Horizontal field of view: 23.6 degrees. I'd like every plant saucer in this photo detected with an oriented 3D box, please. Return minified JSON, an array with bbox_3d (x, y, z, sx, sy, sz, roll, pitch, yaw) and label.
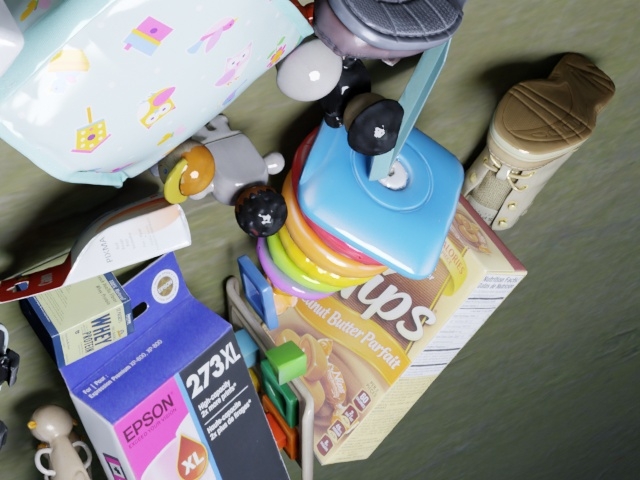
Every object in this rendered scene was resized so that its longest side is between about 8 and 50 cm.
[{"bbox_3d":[0.092,-0.139,1.493,0.067,0.018,0.192,103,11,-50],"label":"plant saucer"}]

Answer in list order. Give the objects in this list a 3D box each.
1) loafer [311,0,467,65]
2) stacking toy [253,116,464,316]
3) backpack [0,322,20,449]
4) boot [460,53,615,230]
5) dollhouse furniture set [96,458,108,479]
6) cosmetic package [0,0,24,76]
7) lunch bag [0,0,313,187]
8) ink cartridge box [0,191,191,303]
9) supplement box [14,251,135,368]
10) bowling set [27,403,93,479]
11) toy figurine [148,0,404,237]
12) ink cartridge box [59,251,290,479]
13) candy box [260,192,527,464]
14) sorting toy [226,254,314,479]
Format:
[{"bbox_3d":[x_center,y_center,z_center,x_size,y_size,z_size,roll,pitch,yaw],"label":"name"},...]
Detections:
[{"bbox_3d":[0.062,-0.201,1.312,0.095,0.109,0.302,-41,-178,33],"label":"loafer"},{"bbox_3d":[0.000,0.000,1.599,0.302,0.166,0.175,-45,-162,50],"label":"stacking toy"},{"bbox_3d":[-0.405,0.121,1.257,0.254,0.191,0.225,-25,150,-39],"label":"backpack"},{"bbox_3d":[0.212,-0.087,1.686,0.203,0.095,0.262,-54,173,34],"label":"boot"},{"bbox_3d":[-0.156,0.323,1.835,0.129,0.183,0.129,-32,151,-8],"label":"dollhouse furniture set"},{"bbox_3d":[-0.430,-0.045,1.003,0.453,0.161,0.230,-48,143,20],"label":"cosmetic package"},{"bbox_3d":[-0.143,-0.158,1.125,0.223,0.160,0.262,-40,173,5],"label":"lunch bag"},{"bbox_3d":[-0.211,0.003,1.391,0.179,0.045,0.145,-16,-171,-7],"label":"ink cartridge box"},{"bbox_3d":[-0.235,0.062,1.470,0.083,0.083,0.056,-26,147,-20],"label":"supplement box"},{"bbox_3d":[-0.243,0.244,1.707,0.200,0.154,0.287,-34,159,36],"label":"bowling set"},{"bbox_3d":[-0.053,-0.111,1.352,0.209,0.148,0.213,-41,152,7],"label":"toy figurine"},{"bbox_3d":[-0.139,0.210,1.596,0.176,0.069,0.370,-40,123,-33],"label":"ink cartridge box"},{"bbox_3d":[0.065,0.081,1.725,0.088,0.183,0.316,1,134,-49],"label":"candy box"},{"bbox_3d":[-0.066,0.163,1.690,0.047,0.196,0.347,-24,149,-16],"label":"sorting toy"}]
